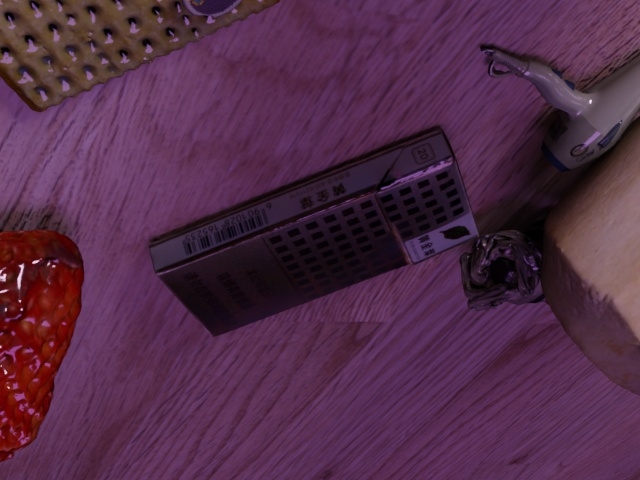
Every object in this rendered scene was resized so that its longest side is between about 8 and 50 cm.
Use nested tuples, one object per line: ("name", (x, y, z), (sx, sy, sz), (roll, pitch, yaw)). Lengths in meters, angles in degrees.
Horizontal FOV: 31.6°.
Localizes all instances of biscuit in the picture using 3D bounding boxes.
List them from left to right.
("biscuit", (-0.152, -0.179, 0.872), (0.232, 0.016, 0.139), (-23, 148, 7))

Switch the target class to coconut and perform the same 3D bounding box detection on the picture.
("coconut", (0.397, 0.007, 1.173), (0.323, 0.323, 0.323), (-14, 149, -8))

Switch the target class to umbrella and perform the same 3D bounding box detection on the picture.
("umbrella", (0.301, 0.039, 1.408), (0.113, 0.106, 0.358), (-29, 156, 35))

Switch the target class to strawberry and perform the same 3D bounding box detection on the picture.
("strawberry", (-0.320, 0.091, 1.073), (0.244, 0.205, 0.205), (-46, 145, 5))

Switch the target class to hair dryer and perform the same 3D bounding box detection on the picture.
("hair dryer", (0.260, -0.169, 1.095), (0.167, 0.067, 0.199), (-35, 132, 10))

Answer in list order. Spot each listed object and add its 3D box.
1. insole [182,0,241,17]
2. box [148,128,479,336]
("insole", (-0.031, -0.235, 0.836), (0.197, 0.004, 0.065), (-40, 144, 21))
("box", (0.000, -0.001, 1.208), (0.325, 0.047, 0.180), (-21, 150, 5))
